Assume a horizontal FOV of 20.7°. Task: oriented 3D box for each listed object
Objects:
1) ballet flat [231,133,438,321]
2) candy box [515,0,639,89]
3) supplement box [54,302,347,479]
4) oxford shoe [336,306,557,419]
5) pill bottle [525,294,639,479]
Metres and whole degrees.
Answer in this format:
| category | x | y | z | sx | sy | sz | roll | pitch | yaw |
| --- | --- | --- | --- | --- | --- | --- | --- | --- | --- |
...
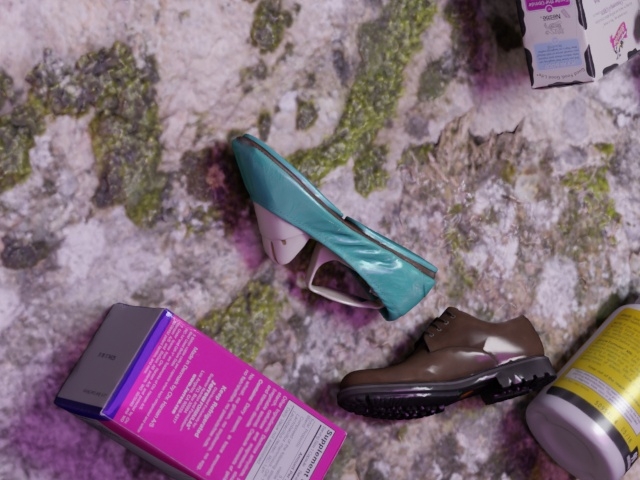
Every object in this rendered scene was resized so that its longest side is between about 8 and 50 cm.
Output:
| category | x | y | z | sx | sy | sz | roll | pitch | yaw |
| --- | --- | --- | --- | --- | --- | --- | --- | --- | --- |
| ballet flat | 0.000 | 0.000 | 1.637 | 0.247 | 0.083 | 0.087 | 35 | 89 | -23 |
| candy box | 0.245 | -0.280 | 1.725 | 0.159 | 0.071 | 0.233 | -31 | 112 | -56 |
| supplement box | -0.104 | 0.159 | 1.562 | 0.220 | 0.111 | 0.114 | 38 | 73 | -25 |
| oxford shoe | 0.113 | 0.118 | 1.713 | 0.227 | 0.083 | 0.096 | -9 | 71 | -26 |
| pill bottle | 0.317 | 0.140 | 1.791 | 0.208 | 0.119 | 0.119 | -44 | 111 | -20 |
